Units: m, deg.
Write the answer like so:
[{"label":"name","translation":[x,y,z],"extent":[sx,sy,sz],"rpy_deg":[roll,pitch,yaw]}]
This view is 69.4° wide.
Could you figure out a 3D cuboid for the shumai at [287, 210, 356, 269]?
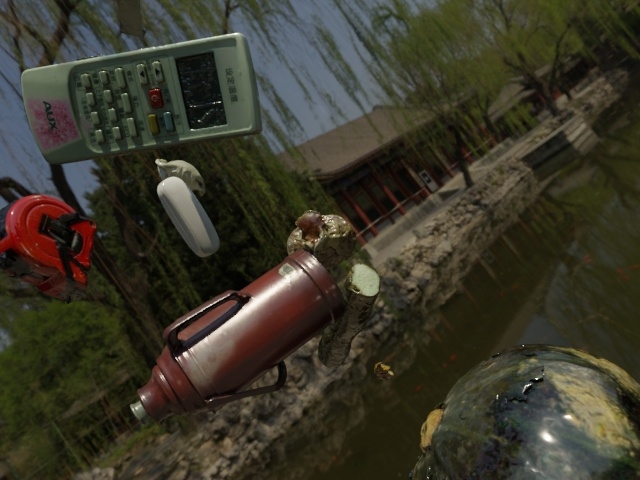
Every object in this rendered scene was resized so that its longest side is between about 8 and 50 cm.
[{"label":"shumai","translation":[0.000,0.000,1.334],"extent":[0.209,0.161,0.153],"rpy_deg":[-7,-11,3]}]

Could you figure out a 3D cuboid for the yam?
[{"label":"yam","translation":[0.042,0.130,0.735],"extent":[0.061,0.061,0.253],"rpy_deg":[-34,-24,-33]}]

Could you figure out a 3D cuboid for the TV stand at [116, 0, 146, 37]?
[{"label":"TV stand","translation":[-0.375,-0.523,0.899],"extent":[0.256,0.049,0.040],"rpy_deg":[111,168,-53]}]

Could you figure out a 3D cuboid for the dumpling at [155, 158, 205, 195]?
[{"label":"dumpling","translation":[-0.452,-0.209,1.468],"extent":[0.169,0.134,0.100],"rpy_deg":[7,-75,-36]}]

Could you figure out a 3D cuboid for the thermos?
[{"label":"thermos","translation":[-0.090,0.105,0.485],"extent":[0.232,0.099,0.124],"rpy_deg":[-33,-50,-21]}]

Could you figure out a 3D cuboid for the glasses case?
[{"label":"glasses case","translation":[-0.293,-0.052,1.034],"extent":[0.049,0.193,0.074],"rpy_deg":[-22,13,31]}]

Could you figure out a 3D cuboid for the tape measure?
[{"label":"tape measure","translation":[-0.721,0.008,1.219],"extent":[0.114,0.253,0.260],"rpy_deg":[-25,-39,19]}]

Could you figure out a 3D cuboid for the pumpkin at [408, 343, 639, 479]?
[{"label":"pumpkin","translation":[0.308,0.364,0.673],"extent":[0.454,0.344,0.454],"rpy_deg":[-54,-10,-14]}]

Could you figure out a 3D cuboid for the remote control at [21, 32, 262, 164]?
[{"label":"remote control","translation":[-0.264,-0.205,0.687],"extent":[0.344,0.145,0.050],"rpy_deg":[-8,13,5]}]

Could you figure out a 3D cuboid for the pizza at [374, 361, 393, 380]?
[{"label":"pizza","translation":[0.130,0.272,0.953],"extent":[0.037,0.016,0.083],"rpy_deg":[-10,-40,13]}]
